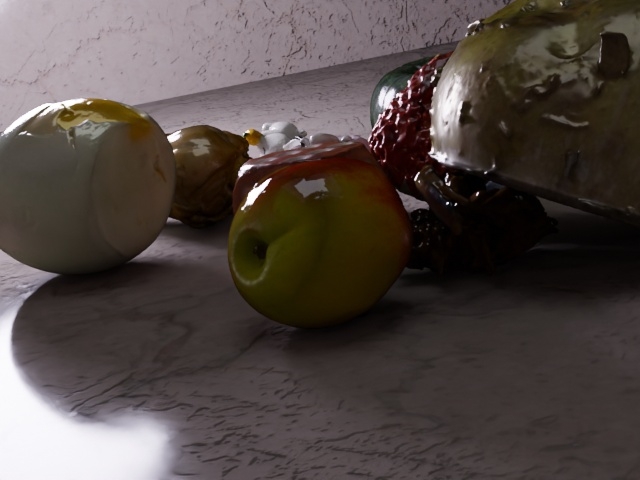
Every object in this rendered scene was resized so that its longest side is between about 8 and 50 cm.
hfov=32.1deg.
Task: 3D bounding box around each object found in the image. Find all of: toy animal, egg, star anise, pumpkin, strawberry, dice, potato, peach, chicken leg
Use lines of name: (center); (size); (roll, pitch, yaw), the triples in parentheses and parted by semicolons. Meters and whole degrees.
toy animal: (-0.082, -0.205, 2.349); (0.127, 0.131, 0.181); (-28, 22, 14)
egg: (-0.401, -0.084, 1.796); (0.345, 0.283, 0.283); (-10, 14, 26)
star anise: (0.190, -0.025, 1.477); (0.237, 0.148, 0.346); (-4, 0, 15)
pumpkin: (0.245, -0.276, 2.237); (0.300, 0.207, 0.300); (-13, 23, 6)
strawberry: (0.191, -0.181, 1.760); (0.205, 0.244, 0.205); (23, 8, -4)
dice: (-0.014, -0.047, 1.613); (0.174, 0.179, 0.175); (-1, 19, 42)
potato: (0.357, -0.202, 1.475); (0.442, 0.319, 0.385); (19, 7, 42)
peach: (0.000, 0.000, 1.386); (0.231, 0.231, 0.231); (-9, 16, 2)
chicken leg: (-0.262, -0.097, 2.063); (0.409, 0.182, 0.295); (-18, -2, 37)

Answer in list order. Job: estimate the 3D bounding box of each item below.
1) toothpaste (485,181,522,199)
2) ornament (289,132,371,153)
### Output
toothpaste: (0.296, -0.079, 1.807); (0.089, 0.057, 0.234); (-1, 25, 37)
ornament: (0.018, -0.108, 1.858); (0.178, 0.177, 0.177); (-9, 16, 2)
